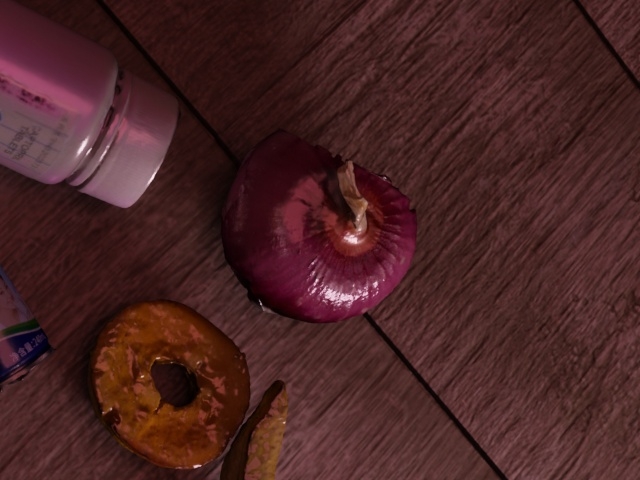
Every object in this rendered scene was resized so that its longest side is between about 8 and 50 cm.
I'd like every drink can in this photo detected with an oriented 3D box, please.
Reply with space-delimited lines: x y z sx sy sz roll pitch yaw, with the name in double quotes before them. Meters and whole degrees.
"drink can" -0.355 0.034 1.382 0.097 0.097 0.235 -36 98 -25

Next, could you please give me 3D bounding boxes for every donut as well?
"donut" -0.162 0.147 1.482 0.178 0.065 0.162 47 62 -13

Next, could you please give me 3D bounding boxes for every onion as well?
"onion" -0.008 -0.003 1.523 0.207 0.200 0.201 26 70 -55

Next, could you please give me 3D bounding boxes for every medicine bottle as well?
"medicine bottle" -0.277 -0.139 1.412 0.254 0.152 0.152 27 72 -23

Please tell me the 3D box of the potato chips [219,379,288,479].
"potato chips" -0.071 0.348 1.491 0.080 0.057 0.407 -1 89 -22
